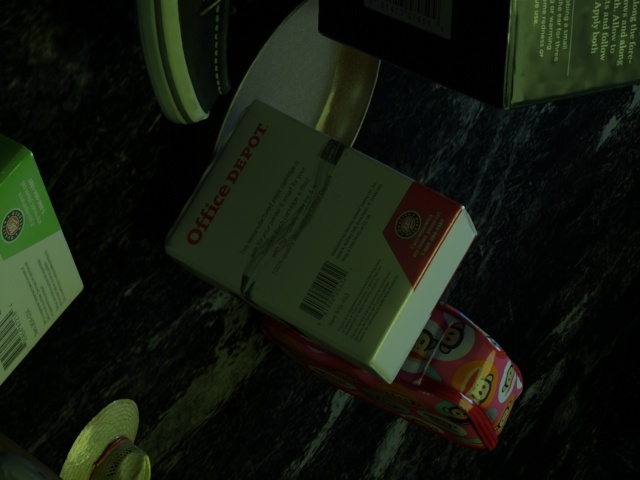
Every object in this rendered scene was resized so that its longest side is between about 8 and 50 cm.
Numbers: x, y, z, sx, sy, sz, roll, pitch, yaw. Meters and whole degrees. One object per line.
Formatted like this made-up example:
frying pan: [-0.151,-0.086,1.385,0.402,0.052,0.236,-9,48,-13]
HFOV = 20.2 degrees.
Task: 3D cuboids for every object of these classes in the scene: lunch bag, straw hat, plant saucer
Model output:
lunch bag: [0.089,0.136,2.112,0.120,0.293,0.258,-62,158,-11]
straw hat: [-0.211,0.243,1.880,0.144,0.061,0.144,-46,153,-32]
plant saucer: [-0.040,-0.130,1.839,0.310,0.050,0.310,-48,155,-31]

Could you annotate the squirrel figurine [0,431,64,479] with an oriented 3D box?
squirrel figurine: [-0.317,0.367,1.533,0.370,0.281,0.397,-53,155,-6]

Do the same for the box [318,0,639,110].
box: [0.239,-0.285,1.705,0.395,0.293,0.212,-13,116,-33]

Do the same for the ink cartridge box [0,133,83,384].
ink cartridge box: [-0.320,0.060,1.354,0.273,0.115,0.198,-52,155,-25]

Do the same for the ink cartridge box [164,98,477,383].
ink cartridge box: [0.000,0.000,1.702,0.172,0.237,0.100,-59,160,-7]

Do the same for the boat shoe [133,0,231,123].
boat shoe: [-0.070,-0.298,1.367,0.187,0.156,0.500,-101,-166,-50]
